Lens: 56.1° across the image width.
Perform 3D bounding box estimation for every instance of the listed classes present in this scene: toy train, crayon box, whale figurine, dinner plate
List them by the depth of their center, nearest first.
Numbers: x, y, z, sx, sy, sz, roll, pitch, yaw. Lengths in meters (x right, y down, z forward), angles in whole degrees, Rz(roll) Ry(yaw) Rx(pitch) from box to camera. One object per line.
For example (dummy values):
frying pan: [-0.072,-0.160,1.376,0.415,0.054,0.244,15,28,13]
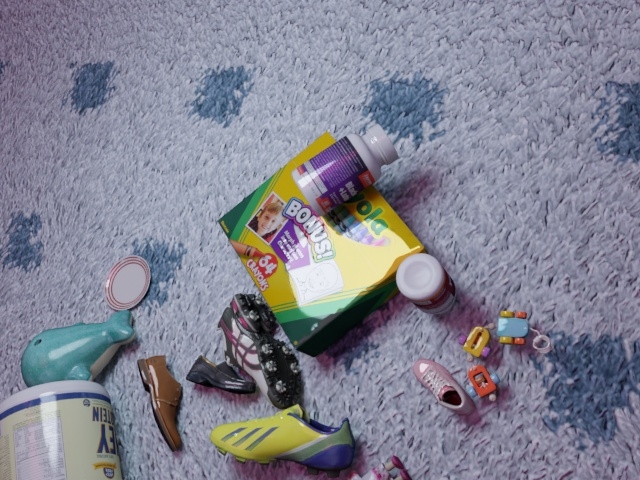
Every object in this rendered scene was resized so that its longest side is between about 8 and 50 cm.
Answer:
toy train: [0.319,0.201,1.066,0.166,0.046,0.125,-38,61,11]
crayon box: [0.000,0.000,1.252,0.313,0.106,0.363,-39,59,6]
whale figurine: [-0.563,0.247,1.387,0.272,0.141,0.216,-33,37,-1]
dinner plate: [-0.474,0.105,1.483,0.141,0.017,0.141,-8,68,21]

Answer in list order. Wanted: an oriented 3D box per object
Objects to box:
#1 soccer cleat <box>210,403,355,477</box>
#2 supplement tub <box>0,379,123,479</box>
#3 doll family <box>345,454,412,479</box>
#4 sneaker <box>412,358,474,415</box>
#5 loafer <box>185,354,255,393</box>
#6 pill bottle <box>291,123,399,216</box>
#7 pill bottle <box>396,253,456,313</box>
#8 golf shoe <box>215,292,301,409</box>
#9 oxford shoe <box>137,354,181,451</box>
soccer cleat: [-0.073,0.365,1.143,0.289,0.093,0.121,2,91,19]
supplement tub: [-0.535,0.480,1.237,0.235,0.235,0.325,-28,62,13]
doll family: [0.109,0.497,1.001,0.163,0.118,0.263,-39,60,6]
sneaker: [0.214,0.257,1.076,0.051,0.070,0.134,-50,58,2]
loafer: [-0.207,0.283,1.267,0.170,0.062,0.061,7,69,26]
pill bottle: [0.050,-0.140,1.167,0.193,0.108,0.108,-33,60,5]
pill bottle: [0.199,0.086,1.100,0.086,0.152,0.086,-9,67,21]
golf shoe: [-0.130,0.239,1.239,0.120,0.105,0.273,-45,52,22]
oxford shoe: [-0.331,0.345,1.298,0.076,0.076,0.212,-14,70,-25]
